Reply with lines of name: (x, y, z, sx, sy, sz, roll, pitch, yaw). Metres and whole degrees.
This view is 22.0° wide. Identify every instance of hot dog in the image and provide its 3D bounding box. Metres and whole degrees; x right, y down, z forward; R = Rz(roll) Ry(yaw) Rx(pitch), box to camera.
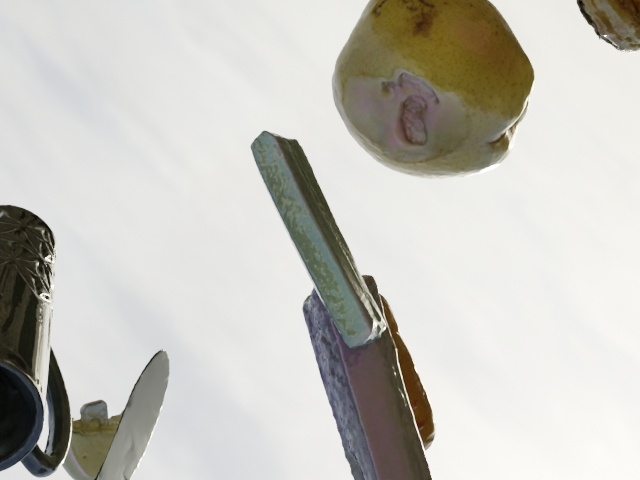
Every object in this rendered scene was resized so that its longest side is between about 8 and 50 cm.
hot dog: (0.076, 0.181, 2.080, 0.076, 0.104, 0.250, -49, -55, -61)

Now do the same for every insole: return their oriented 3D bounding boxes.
insole: (-0.180, 0.198, 1.460, 0.003, 0.232, 0.080, 11, 146, 18)

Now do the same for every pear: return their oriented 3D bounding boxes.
pear: (0.148, -0.205, 2.120, 0.271, 0.271, 0.271, 39, -164, -13)

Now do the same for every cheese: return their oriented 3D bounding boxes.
cheese: (-0.308, 0.316, 2.251, 0.127, 0.235, 0.050, -13, -151, -28)

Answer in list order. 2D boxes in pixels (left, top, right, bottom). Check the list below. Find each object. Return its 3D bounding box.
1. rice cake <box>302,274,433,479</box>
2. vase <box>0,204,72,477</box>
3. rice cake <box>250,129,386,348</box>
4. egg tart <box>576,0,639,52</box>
rice cake: (0.063, 0.207, 1.556, 0.070, 0.064, 0.399, -8, -107, -29)
vase: (-0.316, 0.092, 1.573, 0.251, 0.156, 0.301, 54, -161, -27)
rice cake: (0.000, 0.001, 1.540, 0.221, 0.042, 0.080, 64, -168, 14)
egg tart: (0.338, -0.325, 1.803, 0.241, 0.241, 0.106, 30, 169, -39)
